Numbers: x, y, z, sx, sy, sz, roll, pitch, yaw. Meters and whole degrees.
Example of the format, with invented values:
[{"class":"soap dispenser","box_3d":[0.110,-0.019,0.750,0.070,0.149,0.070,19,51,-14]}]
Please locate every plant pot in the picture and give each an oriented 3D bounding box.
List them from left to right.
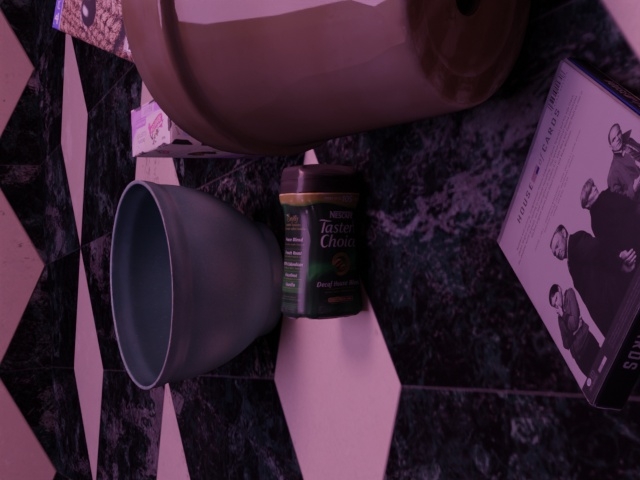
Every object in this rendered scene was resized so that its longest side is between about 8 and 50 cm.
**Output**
[{"class":"plant pot","box_3d":[-0.173,0.060,1.193,0.293,0.196,0.293,4,95,60]},{"class":"plant pot","box_3d":[0.029,-0.227,0.761,0.280,0.323,0.323,13,104,42]}]

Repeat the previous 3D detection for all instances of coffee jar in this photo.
[{"class":"coffee jar","box_3d":[0.000,0.000,0.985,0.079,0.096,0.184,2,94,58]}]

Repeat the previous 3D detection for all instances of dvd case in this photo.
[{"class":"dvd case","box_3d":[0.202,-0.019,0.611,0.239,0.029,0.179,-98,20,-62]}]

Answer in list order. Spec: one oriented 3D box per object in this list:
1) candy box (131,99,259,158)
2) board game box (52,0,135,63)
[{"class":"candy box","box_3d":[-0.144,-0.155,1.128,0.165,0.196,0.070,-1,91,60]},{"class":"board game box","box_3d":[-0.238,-0.376,1.148,0.291,0.141,0.232,29,110,45]}]
